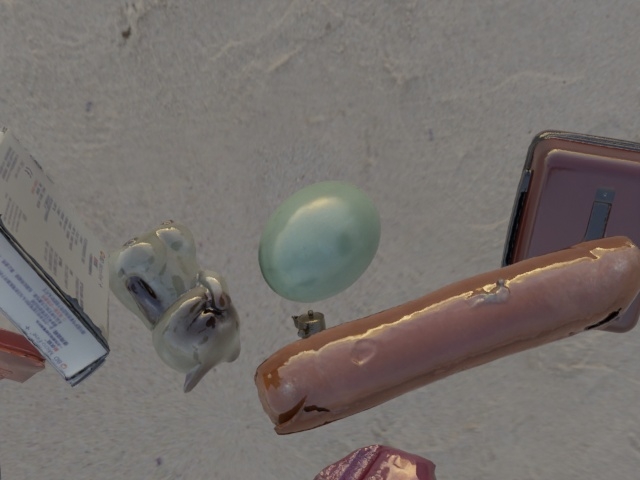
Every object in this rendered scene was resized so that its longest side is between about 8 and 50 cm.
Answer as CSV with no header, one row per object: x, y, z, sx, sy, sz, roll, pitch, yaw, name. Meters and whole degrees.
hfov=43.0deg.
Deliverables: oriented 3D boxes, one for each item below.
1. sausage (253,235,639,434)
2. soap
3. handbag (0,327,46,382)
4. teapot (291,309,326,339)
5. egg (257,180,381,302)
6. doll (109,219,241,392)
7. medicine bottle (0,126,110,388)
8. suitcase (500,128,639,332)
0.139,0.089,0.809,0.419,0.094,0.094,-18,82,-10,sausage
0.049,0.455,1.227,0.220,0.127,0.325,17,54,43,soap
-0.640,0.211,1.541,0.212,0.157,0.059,24,53,-31,handbag
-0.036,0.212,1.924,0.085,0.110,0.080,-1,109,20,teapot
0.000,0.000,1.520,0.203,0.203,0.283,39,50,3,egg
-0.320,0.121,1.771,0.370,0.226,0.215,45,32,8,doll
-0.240,0.005,0.690,0.052,0.201,0.171,-33,118,1,medicine bottle
0.417,-0.016,1.285,0.236,0.161,0.297,10,113,7,suitcase
